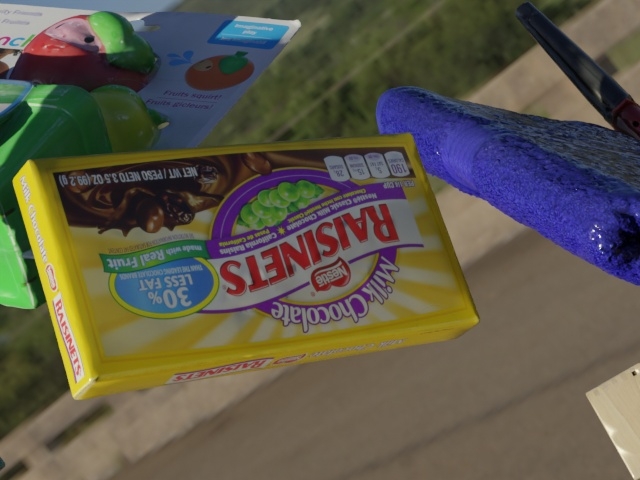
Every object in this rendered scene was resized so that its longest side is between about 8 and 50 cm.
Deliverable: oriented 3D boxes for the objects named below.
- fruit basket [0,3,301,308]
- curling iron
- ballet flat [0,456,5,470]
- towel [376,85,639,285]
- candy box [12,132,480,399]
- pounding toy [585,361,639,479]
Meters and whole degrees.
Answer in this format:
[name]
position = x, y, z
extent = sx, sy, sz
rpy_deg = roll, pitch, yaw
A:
[fruit basket]
position = -0.231, -0.107, 1.290
extent = 0.327, 0.165, 0.353
rpy_deg = 7, 44, 26
[curling iron]
position = 0.247, -0.095, 1.343
extent = 0.068, 0.274, 0.035
rpy_deg = -25, -18, -23
[ballet flat]
position = -0.357, 0.014, 0.950
extent = 0.147, 0.409, 0.147
rpy_deg = -35, 10, 7
[towel]
position = 0.192, -0.024, 1.106
extent = 0.308, 0.228, 0.076
rpy_deg = 36, 115, 60
[candy box]
position = -0.029, 0.006, 0.735
extent = 0.206, 0.105, 0.027
rpy_deg = -7, -19, -33
[pounding toy]
position = 0.374, 0.191, 1.832
extent = 0.100, 0.130, 0.141
rpy_deg = -31, -17, 12
